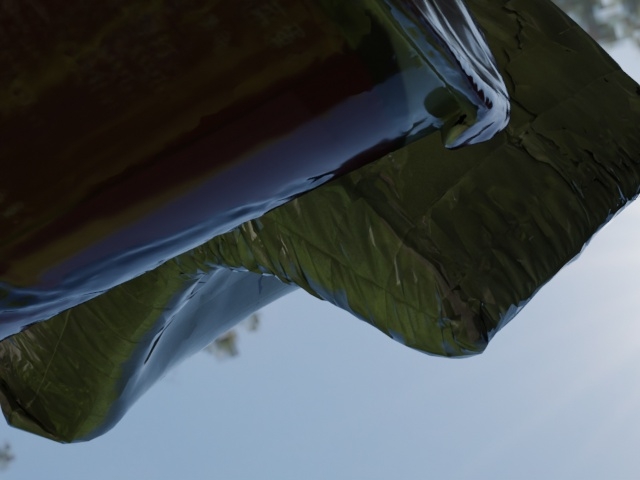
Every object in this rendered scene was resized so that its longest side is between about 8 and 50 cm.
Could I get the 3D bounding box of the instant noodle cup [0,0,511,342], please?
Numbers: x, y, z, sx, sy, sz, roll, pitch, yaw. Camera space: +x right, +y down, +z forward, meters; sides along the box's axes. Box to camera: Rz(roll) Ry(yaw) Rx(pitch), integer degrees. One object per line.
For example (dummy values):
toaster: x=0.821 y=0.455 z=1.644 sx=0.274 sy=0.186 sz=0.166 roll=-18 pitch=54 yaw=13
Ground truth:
instant noodle cup: x=-0.078 y=-0.087 z=0.535 sx=0.178 sy=0.235 sz=0.235 roll=-33 pitch=-155 yaw=11

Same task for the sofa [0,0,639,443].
sofa: x=0.000 y=0.000 z=0.772 sx=0.210 sy=0.176 sz=0.225 roll=-37 pitch=167 yaw=-51
